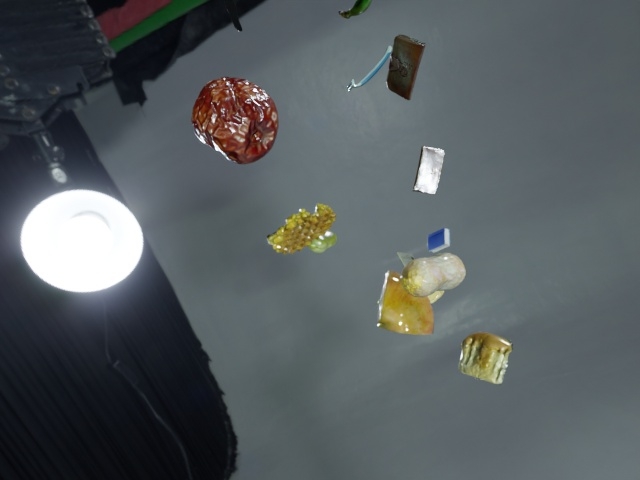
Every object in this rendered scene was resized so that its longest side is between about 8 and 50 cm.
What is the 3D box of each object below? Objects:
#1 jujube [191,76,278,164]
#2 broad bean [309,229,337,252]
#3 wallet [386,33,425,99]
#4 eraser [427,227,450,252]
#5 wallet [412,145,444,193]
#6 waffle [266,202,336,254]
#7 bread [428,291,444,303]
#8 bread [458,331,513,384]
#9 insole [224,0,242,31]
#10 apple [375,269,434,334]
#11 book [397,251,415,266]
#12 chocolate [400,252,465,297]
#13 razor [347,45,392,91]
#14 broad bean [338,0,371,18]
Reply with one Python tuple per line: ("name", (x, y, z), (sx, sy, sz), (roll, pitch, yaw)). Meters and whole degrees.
("jujube", (-0.228, -0.322, 1.155), (0.213, 0.213, 0.232), (-33, 50, -27))
("broad bean", (0.000, 0.000, 2.044), (0.174, 0.124, 0.082), (-35, -28, -60))
("wallet", (0.338, -0.705, 1.788), (0.031, 0.137, 0.255), (-48, -20, -29))
("eraser", (0.408, -0.001, 1.509), (0.027, 0.063, 0.084), (15, -24, -24))
("wallet", (0.418, -0.269, 1.690), (0.095, 0.176, 0.026), (10, 1, 0))
("waffle", (-0.053, -0.036, 1.437), (0.228, 0.051, 0.231), (-40, -22, 9))
("bread", (0.565, 0.235, 2.393), (0.140, 0.236, 0.106), (-42, 19, 7))
("bread", (0.560, 0.407, 1.549), (0.133, 0.174, 0.251), (17, -8, 5))
("insole", (-0.306, -0.800, 1.536), (0.002, 0.053, 0.153), (-56, -23, -18))
("apple", (0.336, 0.282, 1.826), (0.252, 0.314, 0.309), (-34, -8, -3))
("book", (0.466, 0.145, 2.193), (0.138, 0.199, 0.016), (10, -43, -47))
("chocolate", (0.378, 0.110, 1.437), (0.134, 0.134, 0.309), (-16, -7, 42))
("razor", (0.164, -0.545, 1.394), (0.191, 0.037, 0.068), (-44, 9, -6))
("broad bean", (0.155, -0.970, 1.616), (0.144, 0.292, 0.049), (30, 30, 30))
